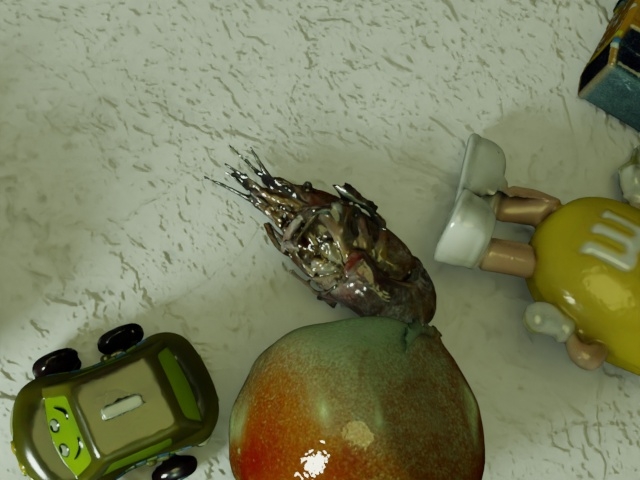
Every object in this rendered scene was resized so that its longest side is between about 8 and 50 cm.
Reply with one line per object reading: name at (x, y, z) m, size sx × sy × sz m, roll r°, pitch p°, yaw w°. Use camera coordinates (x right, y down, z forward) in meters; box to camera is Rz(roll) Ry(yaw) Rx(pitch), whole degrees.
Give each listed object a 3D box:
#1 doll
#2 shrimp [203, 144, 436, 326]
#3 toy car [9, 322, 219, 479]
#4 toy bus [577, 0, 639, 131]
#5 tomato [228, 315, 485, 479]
doll at (0.340, 0.014, 1.672) m, size 0.423 × 0.161 × 0.348 m, roll 3°, pitch 61°, yaw -17°
shrimp at (0.000, 0.000, 1.635) m, size 0.343 × 0.116 × 0.145 m, roll 37°, pitch 51°, yaw 3°
toy car at (-0.240, 0.201, 1.508) m, size 0.247 × 0.198 × 0.204 m, roll -22°, pitch 83°, yaw -12°
toy bus at (0.528, -0.208, 1.743) m, size 0.323 × 0.162 × 0.194 m, roll 31°, pitch 76°, yaw 0°
tomato at (0.042, 0.211, 1.504) m, size 0.303 × 0.303 × 0.239 m, roll -4°, pitch 83°, yaw -10°
